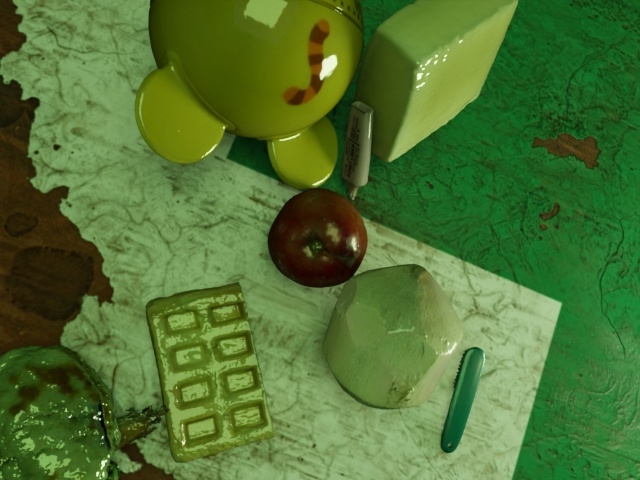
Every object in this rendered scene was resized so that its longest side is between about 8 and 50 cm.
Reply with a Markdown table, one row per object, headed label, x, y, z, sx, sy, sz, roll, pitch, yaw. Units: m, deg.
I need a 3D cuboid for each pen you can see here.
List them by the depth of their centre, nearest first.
| label | x | y | z | sx | sy | sz | roll | pitch | yaw |
| --- | --- | --- | --- | --- | --- | --- | --- | --- | --- |
| pen | 0.061 | -0.145 | 1.154 | 0.032 | 0.197 | 0.053 | -33 | 53 | -32 |

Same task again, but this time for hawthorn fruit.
| label | x | y | z | sx | sy | sz | roll | pitch | yaw |
| --- | --- | --- | --- | --- | --- | --- | --- | --- | --- |
| hawthorn fruit | 0.000 | 0.000 | 1.109 | 0.173 | 0.173 | 0.172 | 2 | 80 | -12 |

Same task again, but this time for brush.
| label | x | y | z | sx | sy | sz | roll | pitch | yaw |
| --- | --- | --- | --- | --- | --- | --- | --- | --- | --- |
| brush | 0.248 | 0.281 | 1.191 | 0.043 | 0.032 | 0.193 | 18 | 89 | -13 |

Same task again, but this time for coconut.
| label | x | y | z | sx | sy | sz | roll | pitch | yaw |
| --- | --- | --- | --- | --- | --- | --- | --- | --- | --- |
| coconut | 0.116 | 0.143 | 1.072 | 0.224 | 0.234 | 0.224 | 13 | 38 | -11 |

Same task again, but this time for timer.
| label | x | y | z | sx | sy | sz | roll | pitch | yaw |
| --- | --- | --- | --- | --- | --- | --- | --- | --- | --- |
| timer | -0.108 | -0.289 | 1.061 | 0.376 | 0.376 | 0.386 | 7 | 90 | -11 |

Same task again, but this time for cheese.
| label | x | y | z | sx | sy | sz | roll | pitch | yaw |
| --- | --- | --- | --- | --- | --- | --- | --- | --- | --- |
| cheese | 0.185 | -0.292 | 1.134 | 0.265 | 0.242 | 0.124 | -37 | 64 | -28 |

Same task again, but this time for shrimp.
| label | x | y | z | sx | sy | sz | roll | pitch | yaw |
| --- | --- | --- | --- | --- | --- | --- | --- | --- | --- |
| shrimp | -0.330 | 0.269 | 1.050 | 0.178 | 0.034 | 0.124 | -29 | 73 | 3 |

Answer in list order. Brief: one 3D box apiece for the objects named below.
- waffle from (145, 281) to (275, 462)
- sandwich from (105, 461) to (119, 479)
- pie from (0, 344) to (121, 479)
| label | x | y | z | sx | sy | sz | roll | pitch | yaw |
| --- | --- | --- | --- | --- | --- | --- | --- | --- | --- |
| waffle | -0.180 | 0.212 | 1.091 | 0.168 | 0.057 | 0.274 | -11 | 83 | -13 |
| sandwich | -0.387 | 0.449 | 0.993 | 0.235 | 0.079 | 0.159 | -27 | 87 | -16 |
| pie | -0.391 | 0.265 | 0.963 | 0.201 | 0.090 | 0.248 | -19 | 77 | -32 |
